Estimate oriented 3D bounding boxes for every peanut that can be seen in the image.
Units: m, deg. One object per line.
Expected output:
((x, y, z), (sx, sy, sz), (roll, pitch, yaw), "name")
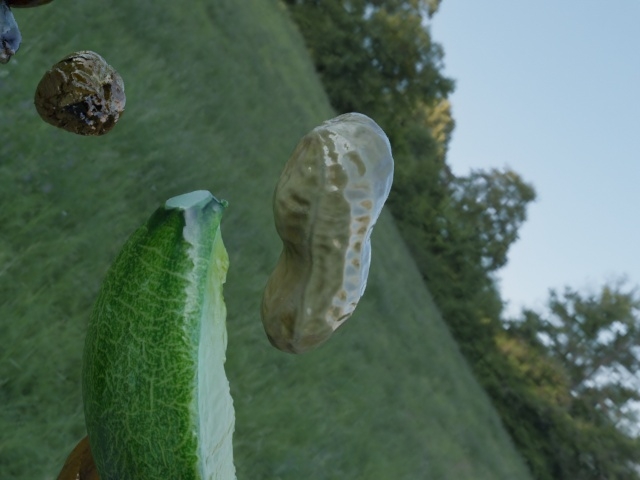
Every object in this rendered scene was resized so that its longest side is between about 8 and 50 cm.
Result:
((0.000, 0.000, 0.887), (0.136, 0.298, 0.120), (-2, 25, -31), "peanut")

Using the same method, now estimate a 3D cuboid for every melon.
((-0.160, 0.113, 0.776), (0.196, 0.323, 0.124), (11, 14, 40), "melon")

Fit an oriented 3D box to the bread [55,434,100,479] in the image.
((-0.361, 0.373, 1.293), (0.084, 0.344, 0.124), (37, 22, -25), "bread")

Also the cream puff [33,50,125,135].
((-0.356, -0.211, 1.142), (0.119, 0.133, 0.104), (95, -22, -52), "cream puff")

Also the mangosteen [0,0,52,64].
((-0.466, -0.430, 0.869), (0.381, 0.381, 0.421), (62, 14, -83), "mangosteen")
